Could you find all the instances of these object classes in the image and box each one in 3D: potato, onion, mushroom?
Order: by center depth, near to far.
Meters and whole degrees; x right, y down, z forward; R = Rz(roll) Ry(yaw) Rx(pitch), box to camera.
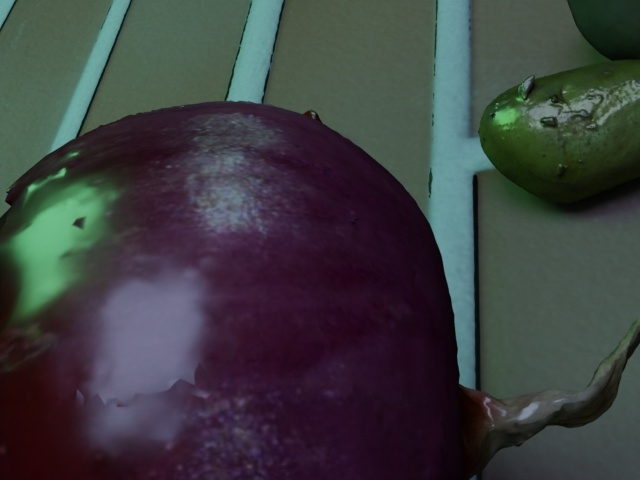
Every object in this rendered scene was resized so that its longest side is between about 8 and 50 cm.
[{"bbox_3d":[-0.026,0.110,0.465,0.344,0.358,0.358,0,50,24],"label":"onion"},{"bbox_3d":[0.222,-0.092,0.723,0.188,0.085,0.105,-20,83,9],"label":"potato"},{"bbox_3d":[0.301,-0.197,0.762,0.188,0.141,0.117,-5,82,28],"label":"mushroom"}]

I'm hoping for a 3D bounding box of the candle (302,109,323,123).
[{"bbox_3d":[0.000,0.000,0.769,0.051,0.048,0.329,-23,43,17],"label":"candle"}]
